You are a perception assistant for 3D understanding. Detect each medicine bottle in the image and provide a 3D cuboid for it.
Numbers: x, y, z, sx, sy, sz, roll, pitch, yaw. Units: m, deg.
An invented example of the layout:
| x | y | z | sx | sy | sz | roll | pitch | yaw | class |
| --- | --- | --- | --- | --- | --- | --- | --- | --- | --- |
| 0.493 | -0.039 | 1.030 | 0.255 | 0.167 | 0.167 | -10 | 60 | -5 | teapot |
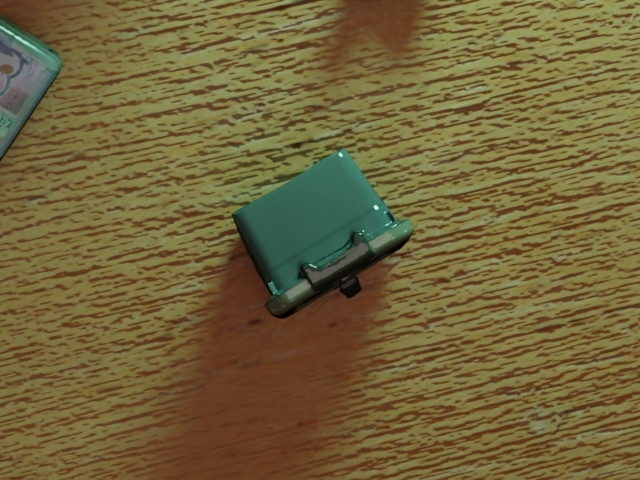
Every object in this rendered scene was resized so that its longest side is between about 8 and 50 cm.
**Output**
| x | y | z | sx | sy | sz | roll | pitch | yaw | class |
| --- | --- | --- | --- | --- | --- | --- | --- | --- | --- |
| -0.353 | -0.134 | 1.858 | 0.119 | 0.094 | 0.188 | 33 | 94 | -13 | medicine bottle |

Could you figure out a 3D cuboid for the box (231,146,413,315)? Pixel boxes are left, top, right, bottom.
| x | y | z | sx | sy | sz | roll | pitch | yaw | class |
| --- | --- | --- | --- | --- | --- | --- | --- | --- | --- |
| 0.000 | 0.000 | 1.871 | 0.162 | 0.227 | 0.130 | -31 | 88 | -1 | box |
